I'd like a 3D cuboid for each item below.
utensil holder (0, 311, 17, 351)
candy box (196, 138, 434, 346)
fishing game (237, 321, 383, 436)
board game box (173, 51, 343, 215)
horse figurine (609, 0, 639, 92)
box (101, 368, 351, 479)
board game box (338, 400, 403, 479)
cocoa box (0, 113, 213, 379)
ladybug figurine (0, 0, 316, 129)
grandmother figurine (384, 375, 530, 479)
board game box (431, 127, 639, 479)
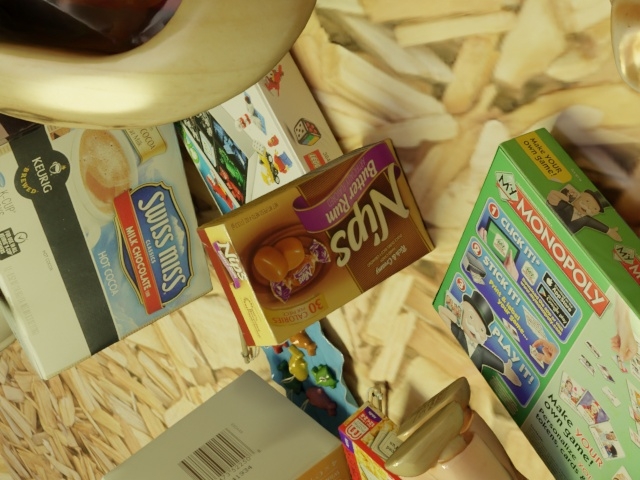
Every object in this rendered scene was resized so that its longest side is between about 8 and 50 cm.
[{"bbox_3d":[-0.518,-0.024,1.617,0.327,0.327,0.385,58,148,6],"label":"utensil holder"},{"bbox_3d":[0.000,0.000,0.953,0.053,0.187,0.109,-10,105,56],"label":"candy box"},{"bbox_3d":[-0.024,0.144,1.266,0.264,0.041,0.189,36,145,37],"label":"fishing game"},{"bbox_3d":[-0.104,-0.171,1.107,0.305,0.053,0.193,62,151,0],"label":"board game box"},{"bbox_3d":[0.230,-0.097,0.637,0.263,0.066,0.174,58,145,1],"label":"horse figurine"},{"bbox_3d":[-0.079,0.361,1.319,0.168,0.215,0.345,32,147,40],"label":"box"},{"bbox_3d":[0.107,0.260,1.111,0.193,0.045,0.147,38,159,31],"label":"board game box"},{"bbox_3d":[-0.287,-0.069,1.245,0.231,0.228,0.347,47,157,37],"label":"cocoa box"},{"bbox_3d":[-0.198,-0.251,0.955,0.449,0.162,0.305,14,104,17],"label":"ladybug figurine"},{"bbox_3d":[0.197,0.266,0.902,0.104,0.208,0.342,-42,89,25],"label":"grandmother figurine"},{"bbox_3d":[0.205,0.103,0.813,0.317,0.046,0.213,56,153,26],"label":"board game box"}]
